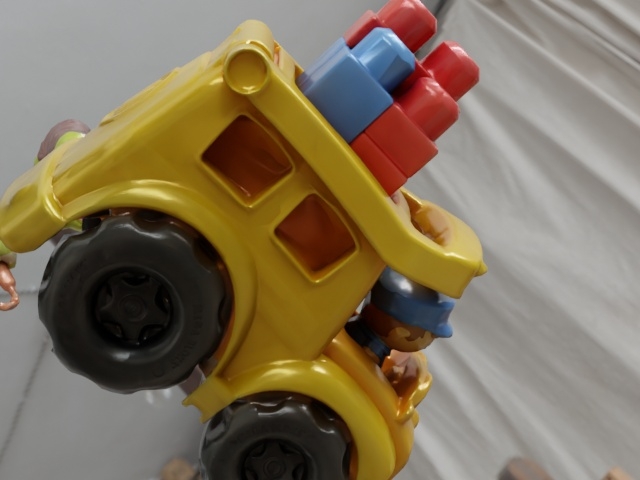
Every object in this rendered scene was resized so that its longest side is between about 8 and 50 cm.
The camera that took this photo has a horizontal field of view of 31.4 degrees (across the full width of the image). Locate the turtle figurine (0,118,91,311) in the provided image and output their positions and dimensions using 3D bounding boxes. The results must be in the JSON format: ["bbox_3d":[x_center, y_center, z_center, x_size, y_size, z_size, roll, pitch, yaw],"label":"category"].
[{"bbox_3d":[-0.156,-0.028,0.806,0.269,0.217,0.087,-4,-67,-14],"label":"turtle figurine"}]

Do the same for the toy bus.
[{"bbox_3d":[0.000,0.000,0.526,0.211,0.220,0.149,-39,14,8],"label":"toy bus"}]
